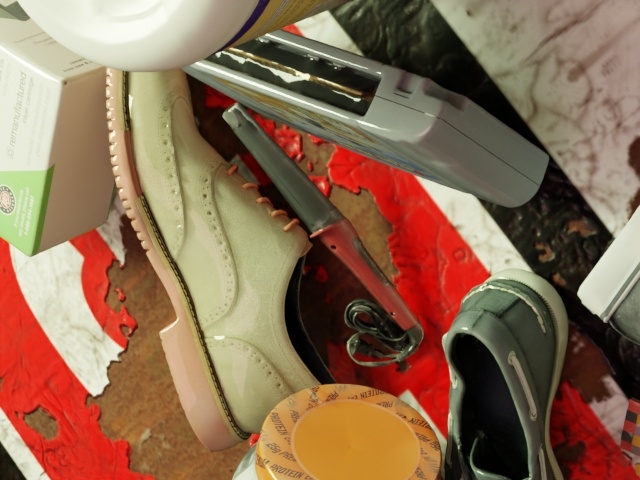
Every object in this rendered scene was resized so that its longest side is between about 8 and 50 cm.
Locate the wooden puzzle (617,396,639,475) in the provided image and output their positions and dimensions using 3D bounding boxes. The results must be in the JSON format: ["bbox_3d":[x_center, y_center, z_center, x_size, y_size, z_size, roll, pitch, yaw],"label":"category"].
[{"bbox_3d":[0.266,0.156,1.258,0.049,0.006,0.083,23,122,29],"label":"wooden puzzle"}]

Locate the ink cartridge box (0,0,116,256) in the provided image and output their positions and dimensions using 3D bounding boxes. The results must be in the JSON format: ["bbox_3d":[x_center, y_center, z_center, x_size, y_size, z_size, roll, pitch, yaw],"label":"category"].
[{"bbox_3d":[-0.321,-0.144,1.507,0.273,0.115,0.198,32,126,23],"label":"ink cartridge box"}]

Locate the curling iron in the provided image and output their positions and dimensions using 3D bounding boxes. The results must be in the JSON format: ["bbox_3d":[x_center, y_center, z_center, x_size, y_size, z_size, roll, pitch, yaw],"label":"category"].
[{"bbox_3d":[0.000,0.000,1.322,0.068,0.035,0.274,-30,110,10],"label":"curling iron"}]

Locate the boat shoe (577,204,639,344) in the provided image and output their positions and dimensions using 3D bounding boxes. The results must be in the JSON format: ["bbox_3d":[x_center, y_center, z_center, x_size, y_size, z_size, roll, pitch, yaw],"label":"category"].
[{"bbox_3d":[0.290,-0.026,1.092,0.102,0.108,0.301,42,132,15],"label":"boat shoe"}]

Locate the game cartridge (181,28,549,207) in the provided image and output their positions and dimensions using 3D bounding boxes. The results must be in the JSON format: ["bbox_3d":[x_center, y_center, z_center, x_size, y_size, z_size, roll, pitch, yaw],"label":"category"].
[{"bbox_3d":[0.019,-0.105,1.208,0.297,0.198,0.062,23,85,36],"label":"game cartridge"}]

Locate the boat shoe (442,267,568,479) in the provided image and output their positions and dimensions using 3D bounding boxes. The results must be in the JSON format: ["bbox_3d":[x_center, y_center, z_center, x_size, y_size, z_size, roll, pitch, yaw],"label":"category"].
[{"bbox_3d":[0.140,0.182,1.305,0.116,0.099,0.319,16,119,30],"label":"boat shoe"}]

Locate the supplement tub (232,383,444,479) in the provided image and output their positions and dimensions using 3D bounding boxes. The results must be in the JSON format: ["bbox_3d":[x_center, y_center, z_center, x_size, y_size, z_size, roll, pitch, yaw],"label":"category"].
[{"bbox_3d":[0.008,0.289,1.371,0.193,0.193,0.316,28,132,25],"label":"supplement tub"}]

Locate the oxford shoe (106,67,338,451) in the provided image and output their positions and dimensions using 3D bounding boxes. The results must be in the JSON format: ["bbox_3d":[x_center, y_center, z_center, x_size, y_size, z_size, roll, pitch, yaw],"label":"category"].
[{"bbox_3d":[-0.084,-0.018,1.398,0.146,0.140,0.397,-15,99,12],"label":"oxford shoe"}]

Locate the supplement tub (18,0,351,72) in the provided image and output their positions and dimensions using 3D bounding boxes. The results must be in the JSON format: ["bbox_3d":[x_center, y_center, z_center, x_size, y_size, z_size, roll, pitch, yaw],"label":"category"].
[{"bbox_3d":[-0.047,-0.268,1.093,0.241,0.331,0.241,16,118,32],"label":"supplement tub"}]
